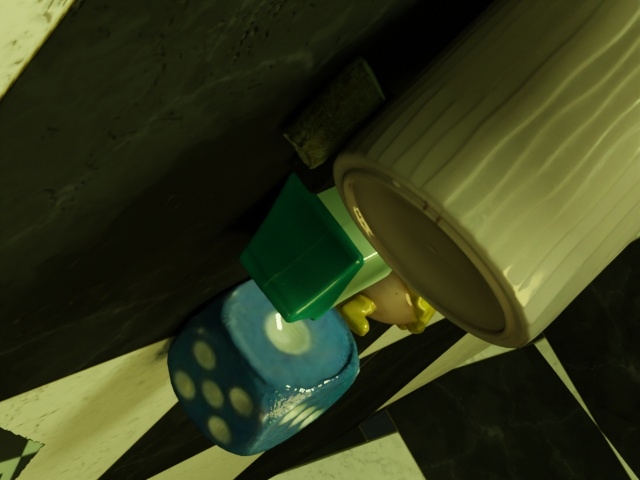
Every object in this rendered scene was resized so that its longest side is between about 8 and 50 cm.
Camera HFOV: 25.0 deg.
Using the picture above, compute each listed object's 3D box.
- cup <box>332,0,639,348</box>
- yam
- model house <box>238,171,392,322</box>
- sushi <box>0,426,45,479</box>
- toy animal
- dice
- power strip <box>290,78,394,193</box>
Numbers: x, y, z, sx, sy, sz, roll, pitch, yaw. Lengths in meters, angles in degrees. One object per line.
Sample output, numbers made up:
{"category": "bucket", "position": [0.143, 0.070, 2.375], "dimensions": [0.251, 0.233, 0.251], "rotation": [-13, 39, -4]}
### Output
{"category": "cup", "position": [0.161, -0.075, 1.124], "dimensions": [0.273, 0.208, 0.288], "rotation": [-44, -172, -15]}
{"category": "yam", "position": [0.013, -0.096, 1.078], "dimensions": [0.094, 0.043, 0.043], "rotation": [-43, 166, 27]}
{"category": "model house", "position": [0.000, 0.000, 1.262], "dimensions": [0.149, 0.100, 0.127], "rotation": [-32, 167, -31]}
{"category": "sushi", "position": [-0.381, 0.227, 1.098], "dimensions": [0.292, 0.059, 0.294], "rotation": [-51, 157, -3]}
{"category": "toy animal", "position": [0.101, 0.016, 1.546], "dimensions": [0.230, 0.156, 0.156], "rotation": [-43, 171, -21]}
{"category": "dice", "position": [-0.058, 0.123, 1.464], "dimensions": [0.146, 0.143, 0.146], "rotation": [-25, 160, -39]}
{"category": "power strip", "position": [0.021, -0.083, 1.158], "dimensions": [0.029, 0.038, 0.111], "rotation": [-25, 164, -49]}
